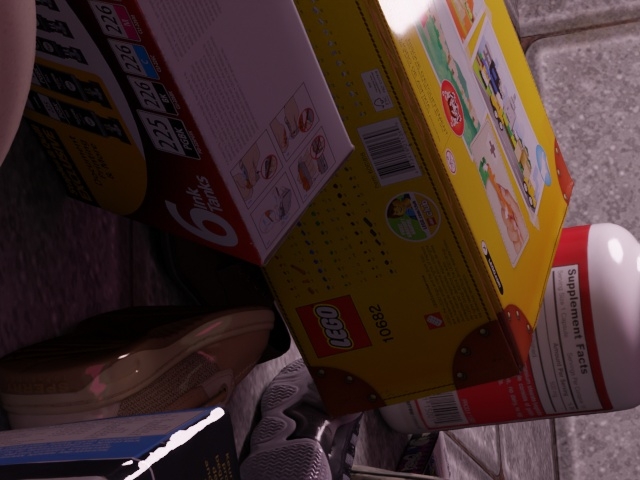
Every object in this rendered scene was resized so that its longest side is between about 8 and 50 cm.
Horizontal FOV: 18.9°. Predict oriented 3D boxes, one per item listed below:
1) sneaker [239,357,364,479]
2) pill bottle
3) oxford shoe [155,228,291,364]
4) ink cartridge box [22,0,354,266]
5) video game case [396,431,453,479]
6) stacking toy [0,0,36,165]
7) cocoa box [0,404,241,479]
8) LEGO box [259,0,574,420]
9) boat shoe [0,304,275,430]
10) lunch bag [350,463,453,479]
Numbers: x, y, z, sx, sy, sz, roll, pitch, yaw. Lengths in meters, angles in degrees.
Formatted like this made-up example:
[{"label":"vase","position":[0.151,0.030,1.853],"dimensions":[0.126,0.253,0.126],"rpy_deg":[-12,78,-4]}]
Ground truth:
[{"label":"sneaker","position":[-0.003,0.226,1.868],"dimensions":[0.268,0.101,0.153],"rpy_deg":[-63,143,-55]},{"label":"pill bottle","position":[0.270,0.102,2.315],"dimensions":[0.229,0.407,0.229],"rpy_deg":[-8,90,-75]},{"label":"oxford shoe","position":[-0.081,0.019,1.691],"dimensions":[0.083,0.096,0.227],"rpy_deg":[-79,154,-45]},{"label":"ink cartridge box","position":[-0.155,-0.156,1.365],"dimensions":[0.130,0.272,0.309],"rpy_deg":[-52,141,-25]},{"label":"video game case","position":[0.140,0.377,2.393],"dimensions":[0.210,0.042,0.232],"rpy_deg":[-56,135,-68]},{"label":"stacking toy","position":[-0.324,-0.200,0.717],"dimensions":[0.350,0.350,0.480],"rpy_deg":[55,12,-58]},{"label":"cocoa box","position":[-0.148,0.271,0.874],"dimensions":[0.228,0.231,0.347],"rpy_deg":[-25,106,-74]},{"label":"LEGO box","position":[0.039,-0.157,1.714],"dimensions":[0.500,0.193,0.372],"rpy_deg":[66,24,-21]},{"label":"boat shoe","position":[-0.133,0.114,1.437],"dimensions":[0.341,0.121,0.110],"rpy_deg":[-18,104,-64]},{"label":"lunch bag","position":[0.115,0.401,2.018],"dimensions":[0.305,0.212,0.256],"rpy_deg":[49,52,-62]}]
